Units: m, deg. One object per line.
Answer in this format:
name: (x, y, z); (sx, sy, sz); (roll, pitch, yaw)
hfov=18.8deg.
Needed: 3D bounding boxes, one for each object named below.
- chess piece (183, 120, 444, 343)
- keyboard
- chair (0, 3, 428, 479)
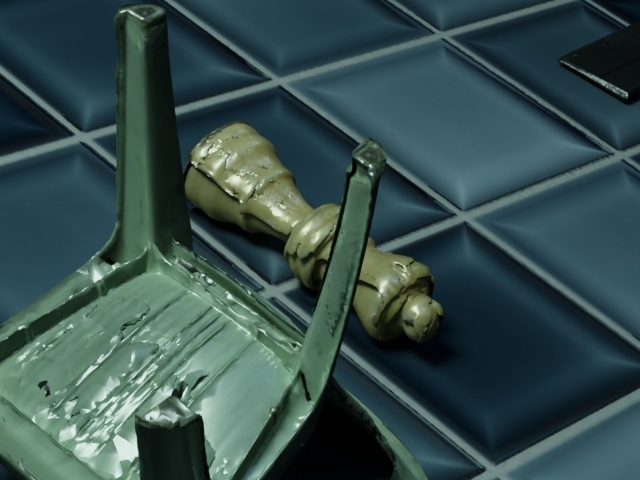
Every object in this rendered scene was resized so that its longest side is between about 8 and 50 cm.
chess piece: (0.000, 0.001, 1.066); (0.172, 0.060, 0.060); (37, 38, 28)
keyboard: (0.252, -0.144, 1.433); (0.064, 0.010, 0.198); (33, 36, 26)
chair: (-0.056, 0.050, 0.851); (0.203, 0.274, 0.190); (36, 61, 24)
